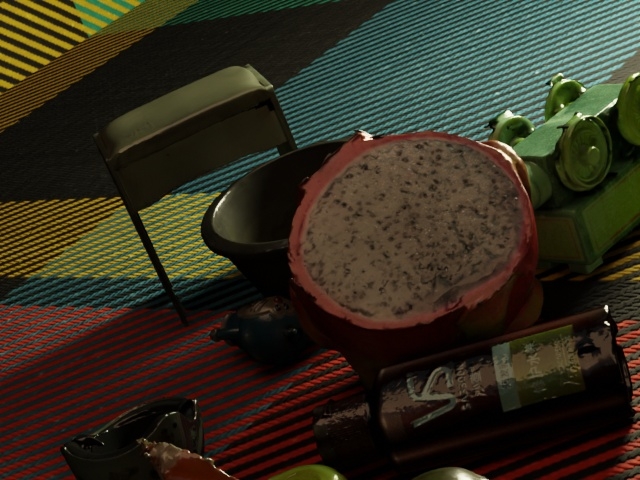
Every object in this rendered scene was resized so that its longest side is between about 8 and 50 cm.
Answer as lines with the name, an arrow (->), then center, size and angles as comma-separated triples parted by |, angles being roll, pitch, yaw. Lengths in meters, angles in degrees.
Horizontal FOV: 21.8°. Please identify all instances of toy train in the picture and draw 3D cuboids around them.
toy train -> 0.321, -0.090, 2.017 | 0.159, 0.188, 0.272 | 4, 31, 47

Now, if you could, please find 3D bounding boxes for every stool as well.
stool -> -0.146, -0.070, 2.285 | 0.244, 0.269, 0.170 | -26, 20, -5

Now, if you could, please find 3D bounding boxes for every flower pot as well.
flower pot -> 0.000, 0.000, 2.121 | 0.269, 0.166, 0.269 | -19, 28, 11

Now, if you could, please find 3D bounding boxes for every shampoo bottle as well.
shampoo bottle -> 0.153, 0.163, 1.701 | 0.323, 0.084, 0.129 | -15, 54, 14

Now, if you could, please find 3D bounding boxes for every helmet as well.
helmet -> -0.194, 0.244, 1.836 | 0.153, 0.107, 0.177 | -21, 3, 11

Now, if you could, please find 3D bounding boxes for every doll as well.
doll -> -0.067, 0.110, 2.054 | 0.114, 0.085, 0.152 | -11, 5, -25

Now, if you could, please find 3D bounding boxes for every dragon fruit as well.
dragon fruit -> 0.114, 0.039, 1.877 | 0.306, 0.225, 0.305 | -6, 53, 8

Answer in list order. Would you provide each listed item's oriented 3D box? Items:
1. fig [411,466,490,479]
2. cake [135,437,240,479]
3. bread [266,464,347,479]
fig -> 0.084, 0.318, 1.428 | 0.259, 0.151, 0.151 | -53, 27, -4
cake -> -0.080, 0.286, 1.519 | 0.287, 0.098, 0.135 | 36, 81, 27
bread -> -0.028, 0.282, 1.628 | 0.130, 0.071, 0.139 | -15, 25, 10
